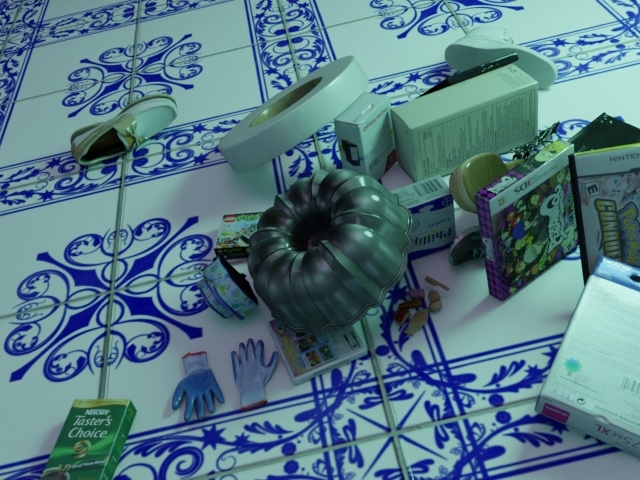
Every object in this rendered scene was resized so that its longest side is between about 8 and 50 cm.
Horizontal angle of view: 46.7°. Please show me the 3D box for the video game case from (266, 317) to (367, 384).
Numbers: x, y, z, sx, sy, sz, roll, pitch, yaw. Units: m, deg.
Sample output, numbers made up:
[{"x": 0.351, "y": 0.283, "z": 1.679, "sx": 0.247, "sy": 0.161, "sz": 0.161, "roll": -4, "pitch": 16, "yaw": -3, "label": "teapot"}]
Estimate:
[{"x": -0.009, "y": 0.179, "z": 1.360, "sx": 0.143, "sy": 0.019, "sz": 0.157, "roll": -22, "pitch": 42, "yaw": -9, "label": "video game case"}]

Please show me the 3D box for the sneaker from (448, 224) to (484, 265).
[{"x": 0.323, "y": 0.006, "z": 1.434, "sx": 0.167, "sy": 0.065, "sz": 0.076, "roll": -30, "pitch": 47, "yaw": -16, "label": "sneaker"}]

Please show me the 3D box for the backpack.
[{"x": -0.177, "y": 0.101, "z": 1.433, "sx": 0.084, "sy": 0.105, "sz": 0.114, "roll": -43, "pitch": 45, "yaw": 0, "label": "backpack"}]

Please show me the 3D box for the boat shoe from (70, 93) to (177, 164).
[{"x": -0.511, "y": -0.282, "z": 1.959, "sx": 0.302, "sy": 0.113, "sz": 0.103, "roll": -27, "pitch": 43, "yaw": 1, "label": "boat shoe"}]

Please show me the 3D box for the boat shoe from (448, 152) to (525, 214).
[{"x": 0.309, "y": -0.095, "z": 1.416, "sx": 0.110, "sy": 0.121, "sz": 0.341, "roll": -11, "pitch": -4, "yaw": 32, "label": "boat shoe"}]

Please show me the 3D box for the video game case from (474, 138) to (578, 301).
[{"x": 0.376, "y": -0.035, "z": 1.331, "sx": 0.210, "sy": 0.232, "sz": 0.042, "roll": -31, "pitch": 38, "yaw": -20, "label": "video game case"}]

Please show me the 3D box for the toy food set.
[{"x": 0.181, "y": 0.122, "z": 1.373, "sx": 0.122, "sy": 0.019, "sz": 0.078, "roll": -43, "pitch": 48, "yaw": -19, "label": "toy food set"}]

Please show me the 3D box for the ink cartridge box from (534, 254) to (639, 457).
[{"x": 0.479, "y": 0.175, "z": 1.170, "sx": 0.186, "sy": 0.065, "sz": 0.311, "roll": 22, "pitch": 55, "yaw": 20, "label": "ink cartridge box"}]

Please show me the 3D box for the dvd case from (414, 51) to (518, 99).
[{"x": 0.343, "y": -0.384, "z": 1.785, "sx": 0.181, "sy": 0.022, "sz": 0.253, "roll": -22, "pitch": 4, "yaw": -9, "label": "dvd case"}]

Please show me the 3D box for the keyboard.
[{"x": 0.543, "y": -0.189, "z": 1.617, "sx": 0.317, "sy": 0.033, "sz": 0.201, "roll": -35, "pitch": 51, "yaw": -25, "label": "keyboard"}]

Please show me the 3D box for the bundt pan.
[{"x": 0.000, "y": 0.000, "z": 1.361, "sx": 0.331, "sy": 0.124, "sz": 0.330, "roll": -21, "pitch": 47, "yaw": 24, "label": "bundt pan"}]

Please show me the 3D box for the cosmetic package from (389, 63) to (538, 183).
[{"x": 0.324, "y": -0.260, "z": 1.660, "sx": 0.310, "sy": 0.160, "sz": 0.113, "roll": -20, "pitch": 40, "yaw": -9, "label": "cosmetic package"}]

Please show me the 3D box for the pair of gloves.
[{"x": -0.169, "y": 0.245, "z": 1.326, "sx": 0.198, "sy": 0.023, "sz": 0.159, "roll": -14, "pitch": 41, "yaw": 0, "label": "pair of gloves"}]

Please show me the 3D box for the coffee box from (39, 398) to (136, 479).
[{"x": -0.392, "y": 0.351, "z": 1.252, "sx": 0.113, "sy": 0.040, "sz": 0.184, "roll": -2, "pitch": 42, "yaw": 13, "label": "coffee box"}]

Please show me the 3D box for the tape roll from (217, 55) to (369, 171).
[{"x": -0.068, "y": -0.299, "z": 1.748, "sx": 0.392, "sy": 0.072, "sz": 0.392, "roll": -31, "pitch": 19, "yaw": 12, "label": "tape roll"}]

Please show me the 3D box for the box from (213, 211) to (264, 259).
[{"x": -0.117, "y": -0.015, "z": 1.595, "sx": 0.207, "sy": 0.036, "sz": 0.114, "roll": -5, "pitch": 41, "yaw": 10, "label": "box"}]

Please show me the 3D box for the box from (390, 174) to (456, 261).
[{"x": 0.196, "y": -0.040, "z": 1.460, "sx": 0.126, "sy": 0.137, "sz": 0.072, "roll": -19, "pitch": 42, "yaw": -6, "label": "box"}]

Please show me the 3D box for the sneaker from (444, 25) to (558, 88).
[{"x": 0.489, "y": -0.487, "z": 1.911, "sx": 0.293, "sy": 0.108, "sz": 0.169, "roll": 22, "pitch": 46, "yaw": 25, "label": "sneaker"}]

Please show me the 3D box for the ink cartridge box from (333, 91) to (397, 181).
[{"x": 0.105, "y": -0.226, "z": 1.666, "sx": 0.072, "sy": 0.175, "sz": 0.127, "roll": 20, "pitch": 51, "yaw": 33, "label": "ink cartridge box"}]

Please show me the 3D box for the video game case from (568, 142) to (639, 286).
[{"x": 0.569, "y": -0.032, "z": 1.271, "sx": 0.248, "sy": 0.274, "sz": 0.035, "roll": -8, "pitch": 5, "yaw": 6, "label": "video game case"}]
